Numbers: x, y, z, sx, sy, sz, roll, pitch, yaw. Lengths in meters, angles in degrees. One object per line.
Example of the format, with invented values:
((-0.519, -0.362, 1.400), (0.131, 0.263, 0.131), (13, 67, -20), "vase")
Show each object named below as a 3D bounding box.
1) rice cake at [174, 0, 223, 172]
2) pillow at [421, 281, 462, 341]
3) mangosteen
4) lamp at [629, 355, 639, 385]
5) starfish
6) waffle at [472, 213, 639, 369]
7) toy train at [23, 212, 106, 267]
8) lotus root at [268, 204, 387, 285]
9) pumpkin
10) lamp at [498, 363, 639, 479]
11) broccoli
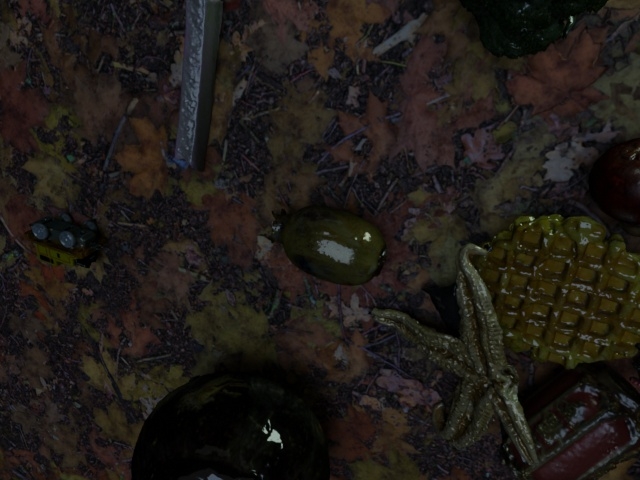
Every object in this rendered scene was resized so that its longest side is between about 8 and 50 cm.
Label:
((-0.255, -0.320, 0.892), (0.056, 0.073, 0.366), (16, 112, 9), "rice cake")
((0.274, 0.148, 0.873), (0.048, 0.090, 0.150), (-34, 99, -19), "pillow")
((0.517, -0.071, 0.697), (0.145, 0.156, 0.182), (-18, 122, -14), "mangosteen")
((0.699, 0.259, 0.754), (0.253, 0.118, 0.119), (23, 111, 10), "lamp")
((0.258, 0.224, 0.843), (0.323, 0.082, 0.433), (-15, 102, 58), "starfish")
((0.419, 0.092, 0.770), (0.325, 0.068, 0.302), (-37, 90, 41), "waffle")
((-0.644, 0.008, 1.096), (0.219, 0.089, 0.127), (16, 120, 11), "toy train")
((-0.001, 0.001, 0.873), (0.277, 0.154, 0.154), (22, 111, 15), "lotus root")
((-0.198, 0.506, 0.969), (0.453, 0.344, 0.455), (-1, 121, -2), "pumpkin")
((0.472, 0.358, 0.820), (0.177, 0.177, 0.274), (40, 113, 2), "lamp")
((0.320, -0.422, 0.594), (0.283, 0.321, 0.304), (-21, 112, -10), "broccoli")
